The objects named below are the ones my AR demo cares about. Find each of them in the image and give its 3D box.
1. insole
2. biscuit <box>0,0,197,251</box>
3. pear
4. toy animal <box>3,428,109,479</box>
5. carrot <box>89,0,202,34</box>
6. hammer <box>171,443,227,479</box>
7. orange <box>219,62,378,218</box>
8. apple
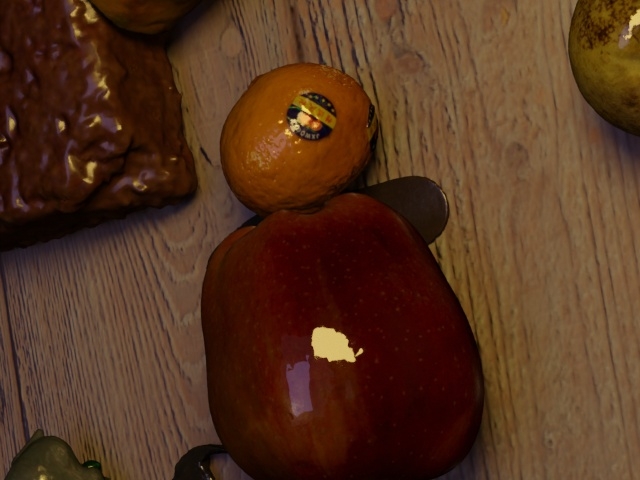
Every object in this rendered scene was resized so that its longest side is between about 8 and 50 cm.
[{"bbox_3d":[0.000,0.000,1.585,0.327,0.007,0.111,-18,82,30],"label":"insole"},{"bbox_3d":[-0.362,-0.168,1.712,0.395,0.166,0.343,-17,79,31],"label":"biscuit"},{"bbox_3d":[0.321,-0.188,1.291,0.197,0.197,0.197,0,90,31],"label":"pear"},{"bbox_3d":[-0.274,0.334,1.694,0.236,0.138,0.108,35,136,11],"label":"toy animal"},{"bbox_3d":[-0.163,-0.412,1.512,0.241,0.241,0.341,55,140,19],"label":"carrot"},{"bbox_3d":[-0.070,0.359,1.615,0.125,0.027,0.297,-48,67,22],"label":"hammer"},{"bbox_3d":[-0.025,-0.106,1.501,0.155,0.177,0.178,31,107,-1],"label":"orange"},{"bbox_3d":[0.020,0.118,1.422,0.288,0.288,0.317,-24,69,29],"label":"apple"}]
